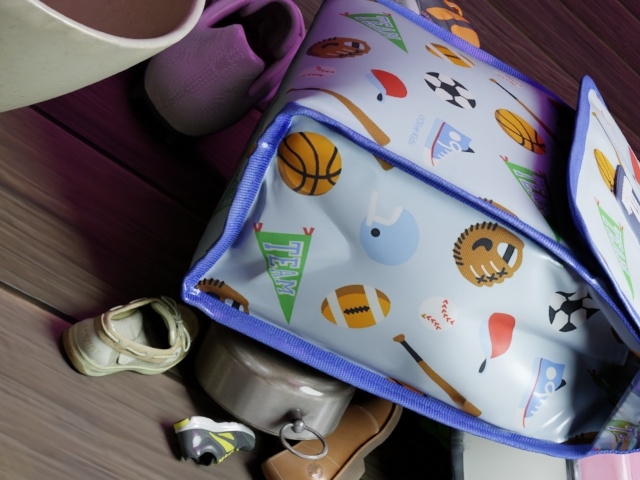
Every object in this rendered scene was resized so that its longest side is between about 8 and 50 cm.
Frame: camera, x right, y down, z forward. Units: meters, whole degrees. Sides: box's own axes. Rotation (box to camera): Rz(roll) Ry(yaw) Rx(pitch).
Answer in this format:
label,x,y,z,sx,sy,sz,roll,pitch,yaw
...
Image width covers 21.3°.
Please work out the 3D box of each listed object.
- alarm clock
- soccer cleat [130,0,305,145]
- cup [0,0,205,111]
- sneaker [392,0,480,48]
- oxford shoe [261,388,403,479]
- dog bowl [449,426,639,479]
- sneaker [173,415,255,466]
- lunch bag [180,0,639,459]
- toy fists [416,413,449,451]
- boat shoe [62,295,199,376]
label,x,y,z,sx,sy,sz,roll,pitch,yaw
alarm clock,-0.028,0.109,1.350,0.129,0.064,0.192,16,29,-24
soccer cleat,-0.057,-0.187,1.598,0.116,0.143,0.331,52,27,-10
cup,-0.275,-0.210,1.150,0.331,0.237,0.331,41,30,-31
sneaker,0.093,-0.308,2.035,0.180,0.124,0.321,27,50,-51
oxford shoe,0.011,0.156,1.424,0.076,0.076,0.212,47,27,0
dog bowl,0.275,0.232,1.568,0.408,0.150,0.408,32,52,-52
sneaker,-0.082,0.159,1.313,0.083,0.031,0.035,17,60,-47
lunch bag,0.124,-0.014,1.390,0.385,0.239,0.328,29,27,-4
toy fists,0.111,0.113,1.604,0.279,0.096,0.142,43,23,-41
boat shoe,-0.133,0.069,1.296,0.153,0.048,0.056,0,61,-59
